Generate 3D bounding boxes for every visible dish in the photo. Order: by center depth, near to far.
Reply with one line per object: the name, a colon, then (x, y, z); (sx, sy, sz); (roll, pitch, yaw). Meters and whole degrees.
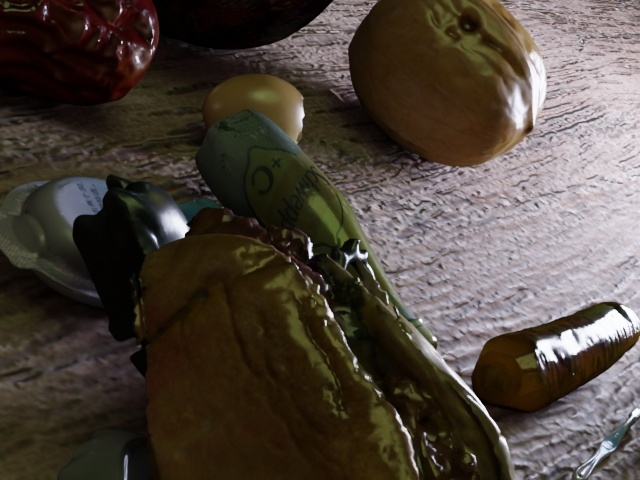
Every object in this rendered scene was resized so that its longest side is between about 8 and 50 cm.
dish: (-0.110, 0.150, 0.791); (0.091, 0.039, 0.137); (31, 25, -1)

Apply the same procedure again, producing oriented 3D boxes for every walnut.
walnut: (0.141, -0.182, 1.454); (0.221, 0.195, 0.195); (41, 28, 15)

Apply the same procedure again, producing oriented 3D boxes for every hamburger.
hamburger: (0.005, 0.129, 0.782); (0.245, 0.282, 0.155); (6, -3, 28)

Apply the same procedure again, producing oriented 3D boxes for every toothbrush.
toothbrush: (0.245, 0.173, 1.142); (0.014, 0.017, 0.162); (34, 26, 19)

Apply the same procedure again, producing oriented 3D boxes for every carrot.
carrot: (0.213, 0.098, 1.186); (0.070, 0.070, 0.260); (43, 28, 21)

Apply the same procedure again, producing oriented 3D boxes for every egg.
egg: (-0.063, -0.116, 1.246); (0.096, 0.080, 0.080); (13, 31, -18)

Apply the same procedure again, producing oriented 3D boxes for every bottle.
bottle: (0.000, 0.000, 1.109); (0.270, 0.083, 0.083); (47, 31, 25)

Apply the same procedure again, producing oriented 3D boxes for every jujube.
jujube: (-0.249, -0.194, 1.120); (0.230, 0.155, 0.155); (23, 27, -35)

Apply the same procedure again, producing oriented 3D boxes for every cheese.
cheese: (-0.138, 0.002, 0.999); (0.244, 0.052, 0.135); (3, 41, -48)

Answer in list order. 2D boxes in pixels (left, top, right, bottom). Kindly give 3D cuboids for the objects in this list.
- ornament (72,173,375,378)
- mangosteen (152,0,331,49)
ornament: (-0.053, 0.026, 0.961); (0.236, 0.080, 0.202); (-26, 88, -53)
mangosteen: (-0.087, -0.368, 1.355); (0.306, 0.360, 0.306); (25, -14, 7)
